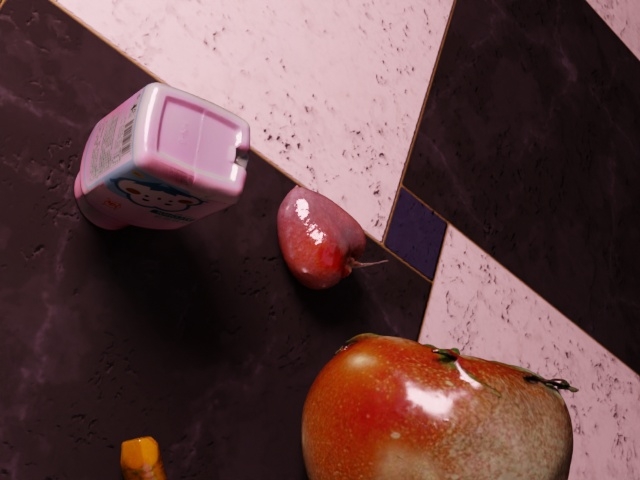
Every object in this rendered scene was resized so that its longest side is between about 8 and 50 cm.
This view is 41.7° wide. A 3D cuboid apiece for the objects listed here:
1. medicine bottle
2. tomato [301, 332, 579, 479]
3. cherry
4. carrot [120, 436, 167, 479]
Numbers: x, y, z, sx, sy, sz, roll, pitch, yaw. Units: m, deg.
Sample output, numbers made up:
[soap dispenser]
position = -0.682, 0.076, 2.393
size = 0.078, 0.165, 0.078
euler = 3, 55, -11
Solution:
[medicine bottle]
position = -0.165, -0.069, 0.824
size = 0.119, 0.188, 0.094
euler = 20, 65, -35
[tomato]
position = 0.133, 0.240, 0.952
size = 0.303, 0.303, 0.239
euler = 19, 81, -35
[cherry]
position = 0.001, -0.001, 1.015
size = 0.106, 0.087, 0.126
euler = -14, 69, -35
[carrot]
position = -0.163, 0.279, 0.827
size = 0.042, 0.042, 0.170
euler = -10, 87, -41
